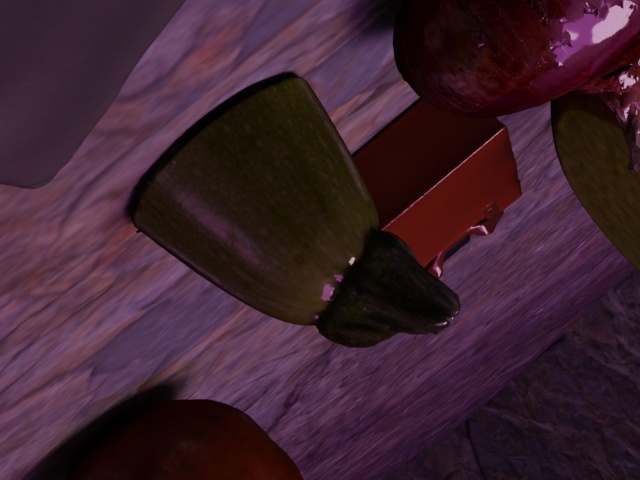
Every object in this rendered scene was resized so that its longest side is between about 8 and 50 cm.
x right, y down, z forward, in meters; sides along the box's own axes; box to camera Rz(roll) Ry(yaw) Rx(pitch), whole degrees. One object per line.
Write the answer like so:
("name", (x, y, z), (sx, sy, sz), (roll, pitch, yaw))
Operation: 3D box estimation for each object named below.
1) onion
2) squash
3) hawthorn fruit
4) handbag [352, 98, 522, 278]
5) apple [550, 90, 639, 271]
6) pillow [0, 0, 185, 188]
("onion", (0.116, -0.087, 0.761), (0.150, 0.140, 0.150), (-30, -177, 2))
("squash", (-0.004, 0.007, 0.754), (0.105, 0.132, 0.105), (-40, 168, -10))
("hawthorn fruit", (-0.087, 0.179, 1.097), (0.169, 0.169, 0.188), (-39, 166, -3))
("handbag", (0.058, -0.024, 1.039), (0.127, 0.063, 0.190), (-41, 165, 1))
("apple", (0.327, -0.076, 0.979), (0.374, 0.374, 0.384), (-44, 168, 21))
("pillow", (-0.051, -0.099, 0.341), (0.144, 0.078, 0.254), (-7, 146, -53))
